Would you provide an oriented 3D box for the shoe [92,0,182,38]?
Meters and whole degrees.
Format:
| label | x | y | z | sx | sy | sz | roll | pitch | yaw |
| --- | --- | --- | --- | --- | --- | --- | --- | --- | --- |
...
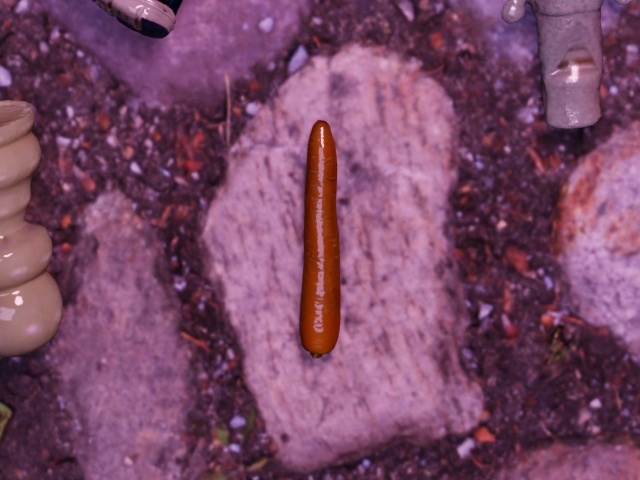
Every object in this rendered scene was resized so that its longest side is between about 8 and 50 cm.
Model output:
| label | x | y | z | sx | sy | sz | roll | pitch | yaw |
| --- | --- | --- | --- | --- | --- | --- | --- | --- | --- |
| shoe | -0.208 | -0.291 | 1.777 | 0.207 | 0.091 | 0.106 | 36 | 83 | 2 |

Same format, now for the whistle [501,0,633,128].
| label | x | y | z | sx | sy | sz | roll | pitch | yaw |
| --- | --- | --- | --- | --- | --- | --- | --- | --- | --- |
| whistle | 0.230 | -0.278 | 1.702 | 0.142 | 0.133 | 0.346 | -20 | 116 | -29 |

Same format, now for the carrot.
| label | x | y | z | sx | sy | sz | roll | pitch | yaw |
| --- | --- | --- | --- | --- | --- | --- | --- | --- | --- |
| carrot | 0.000 | 0.000 | 1.836 | 0.043 | 0.043 | 0.248 | 2 | 103 | 7 |

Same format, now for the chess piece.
| label | x | y | z | sx | sy | sz | roll | pitch | yaw |
| --- | --- | --- | --- | --- | --- | --- | --- | --- | --- |
| chess piece | -0.330 | -0.003 | 1.838 | 0.144 | 0.144 | 0.251 | -9 | 109 | 10 |
